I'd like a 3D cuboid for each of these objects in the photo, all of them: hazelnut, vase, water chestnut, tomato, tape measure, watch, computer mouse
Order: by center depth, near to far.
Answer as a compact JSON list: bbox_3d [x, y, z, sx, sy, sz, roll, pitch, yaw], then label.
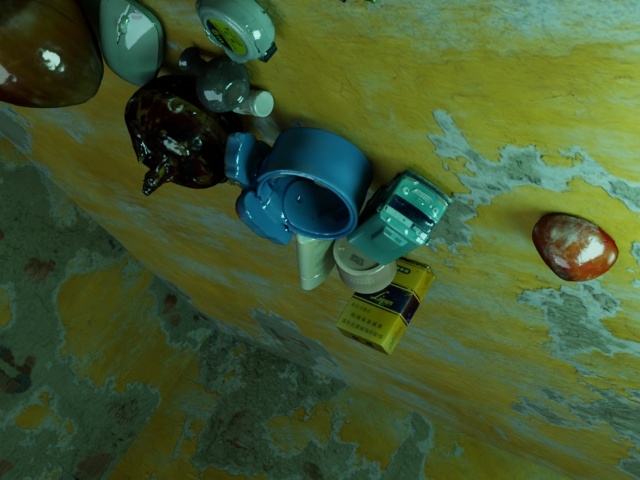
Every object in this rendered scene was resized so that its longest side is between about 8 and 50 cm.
[{"bbox_3d":[-0.200,-0.446,1.506,0.164,0.084,0.330,10,151,46],"label":"tape measure"},{"bbox_3d":[0.454,0.025,1.561,0.159,0.091,0.139,19,155,44],"label":"tomato"},{"bbox_3d":[-0.229,-0.346,1.785,0.183,0.120,0.120,40,168,35],"label":"vase"},{"bbox_3d":[-0.045,-0.145,1.830,0.274,0.241,0.305,-3,143,35],"label":"watch"},{"bbox_3d":[-0.435,-0.438,1.911,0.159,0.097,0.288,36,162,1],"label":"computer mouse"},{"bbox_3d":[-0.660,-0.445,1.934,0.372,0.315,0.372,37,-173,-5],"label":"hazelnut"},{"bbox_3d":[-0.326,-0.224,1.966,0.300,0.300,0.300,30,161,12],"label":"water chestnut"}]

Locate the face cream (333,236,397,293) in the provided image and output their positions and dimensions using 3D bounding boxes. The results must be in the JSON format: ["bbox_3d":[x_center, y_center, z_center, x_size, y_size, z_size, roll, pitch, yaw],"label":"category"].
[{"bbox_3d":[0.110,0.043,2.086,0.149,0.149,0.104,26,159,23],"label":"face cream"}]

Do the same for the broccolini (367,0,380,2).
[{"bbox_3d":[-0.013,-0.444,1.239,0.271,0.062,0.123,39,177,4],"label":"broccolini"}]

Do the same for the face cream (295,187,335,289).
[{"bbox_3d":[0.000,0.000,2.132,0.081,0.173,0.348,31,162,11],"label":"face cream"}]

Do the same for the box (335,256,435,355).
[{"bbox_3d":[0.163,0.153,2.135,0.152,0.237,0.070,21,162,36],"label":"box"}]

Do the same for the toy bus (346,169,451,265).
[{"bbox_3d":[0.160,-0.042,1.805,0.128,0.147,0.256,34,162,-6],"label":"toy bus"}]

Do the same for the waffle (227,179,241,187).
[{"bbox_3d":[-0.194,-0.176,2.215,0.291,0.051,0.291,29,161,11],"label":"waffle"}]

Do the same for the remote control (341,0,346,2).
[{"bbox_3d":[0.003,-0.414,1.360,0.096,0.014,0.039,31,161,7],"label":"remote control"}]

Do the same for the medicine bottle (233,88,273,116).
[{"bbox_3d":[-0.150,-0.298,1.832,0.089,0.057,0.057,17,155,44],"label":"medicine bottle"}]
